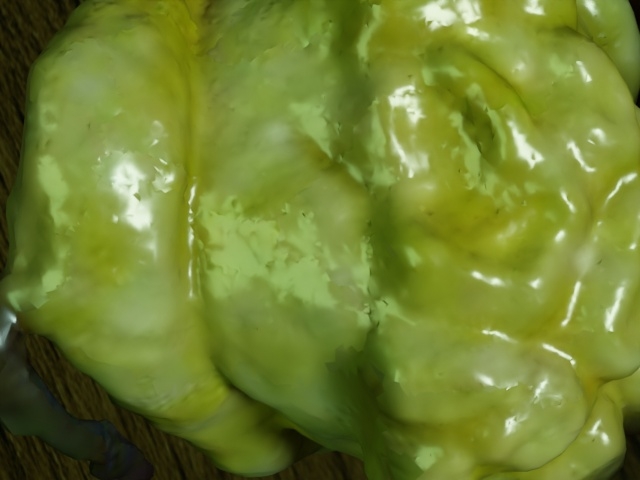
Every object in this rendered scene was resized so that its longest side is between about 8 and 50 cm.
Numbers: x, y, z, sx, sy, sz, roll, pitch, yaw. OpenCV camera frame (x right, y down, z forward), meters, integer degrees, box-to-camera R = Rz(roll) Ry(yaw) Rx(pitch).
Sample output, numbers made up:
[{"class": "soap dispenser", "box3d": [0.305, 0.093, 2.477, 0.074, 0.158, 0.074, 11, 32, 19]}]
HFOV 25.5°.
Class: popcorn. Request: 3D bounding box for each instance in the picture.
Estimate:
[{"class": "popcorn", "box3d": [0.000, 0.000, 0.705, 0.349, 0.381, 0.349, 39, 140, 42]}]
